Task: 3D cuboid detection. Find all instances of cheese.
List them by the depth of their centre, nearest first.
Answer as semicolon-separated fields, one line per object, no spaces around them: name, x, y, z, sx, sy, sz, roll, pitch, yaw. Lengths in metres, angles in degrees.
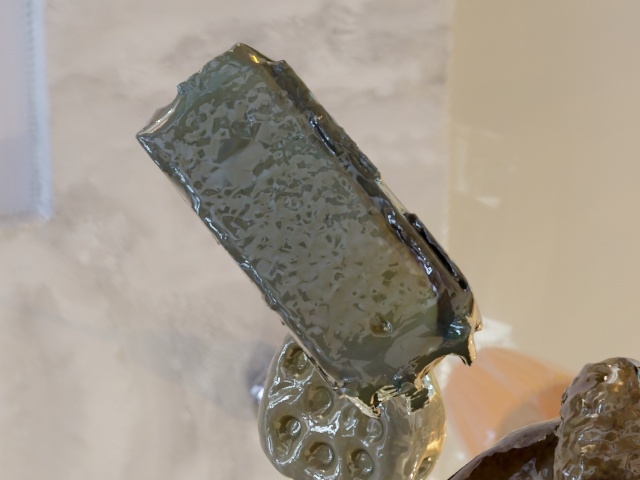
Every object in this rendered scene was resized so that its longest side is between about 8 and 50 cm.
cheese;0.032;0.190;1.549;0.117;0.218;0.235;-6;-99;-56

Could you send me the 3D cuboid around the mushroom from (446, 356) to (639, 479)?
mushroom;0.231;0.274;1.002;0.239;0.345;0.345;10;-79;-44

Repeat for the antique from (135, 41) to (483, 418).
antique;0.000;0.000;1.013;0.125;0.284;0.150;-39;-22;-2
